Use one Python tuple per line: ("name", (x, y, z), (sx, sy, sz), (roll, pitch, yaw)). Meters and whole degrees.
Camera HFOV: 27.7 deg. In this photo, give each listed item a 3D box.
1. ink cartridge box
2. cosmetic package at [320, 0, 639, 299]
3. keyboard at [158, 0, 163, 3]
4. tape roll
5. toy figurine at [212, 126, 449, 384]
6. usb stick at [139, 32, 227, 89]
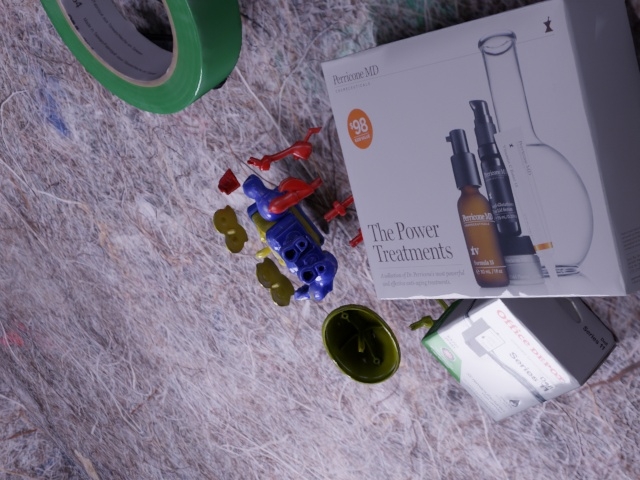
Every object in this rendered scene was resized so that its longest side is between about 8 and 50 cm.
("ink cartridge box", (0.242, 0.125, 1.611), (0.153, 0.087, 0.208), (46, 150, -1))
("cosmetic package", (0.173, -0.085, 1.347), (0.377, 0.097, 0.285), (-6, 99, 54))
("keyboard", (-0.254, -0.448, 1.611), (0.201, 0.033, 0.317), (37, 148, 17))
("tape roll", (-0.240, -0.315, 1.630), (0.321, 0.077, 0.321), (32, 145, 26))
("toy figurine", (0.000, 0.000, 1.777), (0.362, 0.191, 0.217), (50, -179, -20))
("usb stick", (-0.231, -0.253, 1.803), (0.278, 0.045, 0.077), (13, 137, 45))
